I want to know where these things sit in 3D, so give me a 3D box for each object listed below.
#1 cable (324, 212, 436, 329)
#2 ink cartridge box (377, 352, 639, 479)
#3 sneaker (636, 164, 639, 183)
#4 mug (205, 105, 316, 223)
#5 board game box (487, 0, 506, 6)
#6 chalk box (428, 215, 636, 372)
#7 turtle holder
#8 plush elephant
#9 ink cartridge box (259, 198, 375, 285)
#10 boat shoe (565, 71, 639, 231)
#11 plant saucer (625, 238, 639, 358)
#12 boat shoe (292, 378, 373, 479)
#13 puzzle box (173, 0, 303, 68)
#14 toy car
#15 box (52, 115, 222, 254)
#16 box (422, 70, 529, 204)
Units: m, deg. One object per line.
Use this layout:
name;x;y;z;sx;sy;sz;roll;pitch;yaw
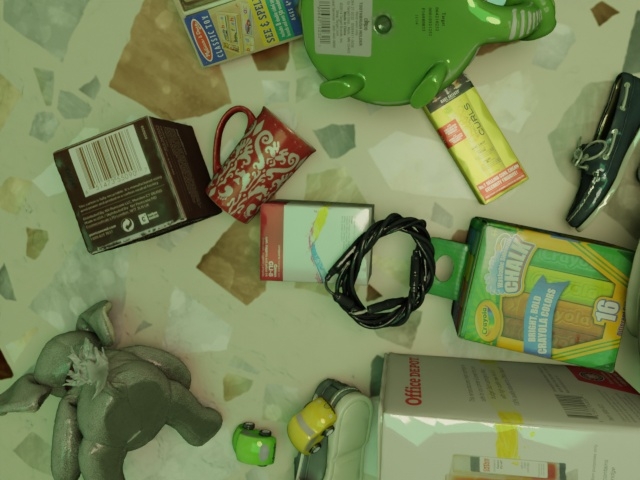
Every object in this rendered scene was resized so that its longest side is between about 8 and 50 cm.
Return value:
cable;0.106;0.047;0.965;0.150;0.047;0.184;43;87;-14
ink cartridge box;0.281;0.293;0.967;0.384;0.279;0.161;3;97;8
sneaker;0.608;-0.145;0.976;0.258;0.091;0.094;-15;87;0
mug;-0.113;-0.130;1.067;0.169;0.113;0.150;-50;54;7
board game box;0.305;-0.546;0.988;0.318;0.066;0.318;-30;91;9
chalk box;0.302;0.066;0.991;0.288;0.179;0.180;11;96;6
turtle holder;0.139;-0.335;0.911;0.320;0.227;0.243;-21;105;32
plush elephant;-0.378;0.255;1.082;0.272;0.255;0.330;-40;130;-28
ink cartridge box;0.000;0.000;1.050;0.176;0.128;0.127;2;96;8
boat shoe;0.440;-0.137;0.995;0.079;0.095;0.255;27;97;3
plant saucer;0.508;0.044;0.885;0.100;0.400;0.401;16;99;38
boat shoe;0.007;0.393;1.122;0.099;0.116;0.320;28;111;47
puzzle box;-0.132;-0.492;0.964;0.272;0.052;0.409;-15;123;10
toy car;-0.079;0.368;1.081;0.225;0.053;0.239;7;92;40
box;-0.286;-0.090;1.042;0.168;0.203;0.167;-19;93;9
box;0.238;-0.177;1.037;0.087;0.058;0.232;-30;91;8
